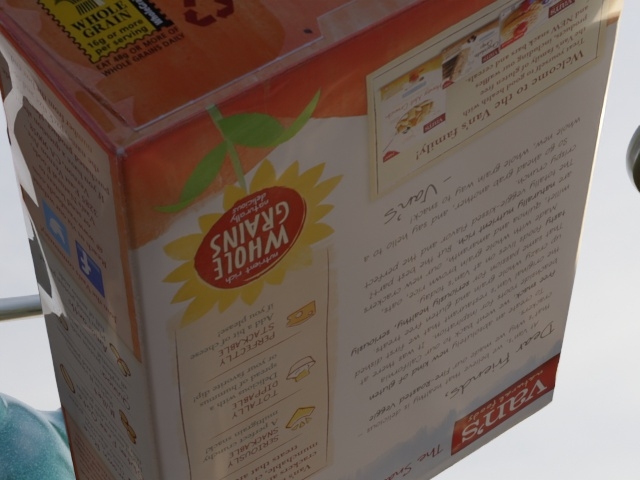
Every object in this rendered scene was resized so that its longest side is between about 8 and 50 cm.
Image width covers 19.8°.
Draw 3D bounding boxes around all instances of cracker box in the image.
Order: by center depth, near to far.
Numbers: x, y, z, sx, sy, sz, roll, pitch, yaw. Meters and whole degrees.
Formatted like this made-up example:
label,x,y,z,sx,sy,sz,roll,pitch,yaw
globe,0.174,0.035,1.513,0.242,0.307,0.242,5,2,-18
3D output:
label,x,y,z,sx,sy,sz,roll,pitch,yaw
cracker box,0.000,0.000,0.527,0.156,0.067,0.232,-29,-34,-22

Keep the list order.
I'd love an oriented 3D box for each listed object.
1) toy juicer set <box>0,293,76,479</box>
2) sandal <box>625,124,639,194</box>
label,x,y,z,sx,sy,sz,roll,pitch,yaw
toy juicer set,-0.192,0.106,0.748,0.209,0.089,0.329,1,22,10
sandal,0.301,-0.078,1.332,0.120,0.086,0.303,-24,-18,-9
